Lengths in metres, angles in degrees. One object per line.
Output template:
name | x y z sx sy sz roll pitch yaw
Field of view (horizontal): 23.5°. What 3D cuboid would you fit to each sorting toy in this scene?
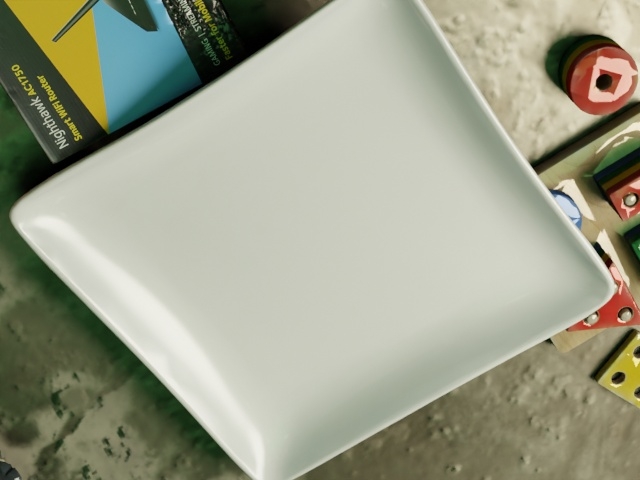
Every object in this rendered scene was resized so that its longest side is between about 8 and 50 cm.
sorting toy | 0.195 0.008 1.016 0.132 0.046 0.274 -31 118 4

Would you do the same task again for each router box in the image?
router box | -0.139 -0.151 0.866 0.133 0.046 0.179 -29 118 2

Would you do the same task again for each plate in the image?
plate | 0.000 0.000 0.950 0.277 0.045 0.278 -31 119 14

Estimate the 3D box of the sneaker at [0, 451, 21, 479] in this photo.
sneaker | -0.239 0.252 0.942 0.110 0.283 0.122 8 148 -38
